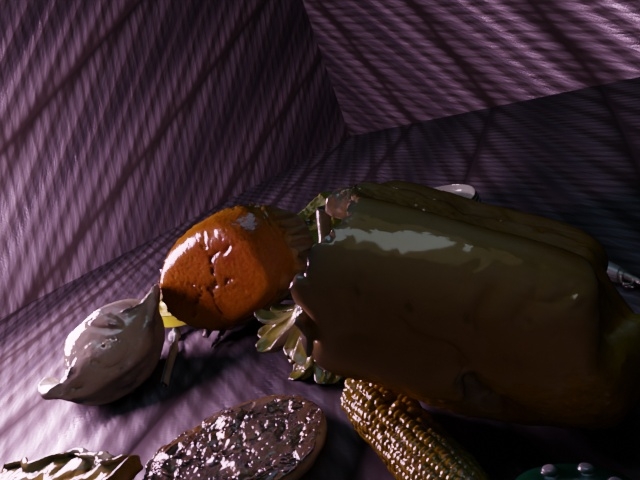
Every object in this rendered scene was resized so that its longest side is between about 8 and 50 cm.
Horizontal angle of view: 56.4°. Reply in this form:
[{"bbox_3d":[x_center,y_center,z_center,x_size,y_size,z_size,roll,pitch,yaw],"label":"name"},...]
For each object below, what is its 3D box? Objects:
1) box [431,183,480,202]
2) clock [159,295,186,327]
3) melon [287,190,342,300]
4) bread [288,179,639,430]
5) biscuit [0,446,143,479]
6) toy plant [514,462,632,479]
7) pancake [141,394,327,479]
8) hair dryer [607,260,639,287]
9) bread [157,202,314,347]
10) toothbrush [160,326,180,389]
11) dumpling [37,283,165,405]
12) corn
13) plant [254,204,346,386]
[{"bbox_3d":[0.243,-0.009,1.274,0.226,0.149,0.226,-19,17,6],"label":"box"},{"bbox_3d":[-0.318,0.152,1.576,0.294,0.071,0.277,-10,21,27],"label":"clock"},{"bbox_3d":[0.000,0.000,1.452,0.331,0.226,0.344,-21,0,38],"label":"melon"},{"bbox_3d":[0.188,0.090,0.735,0.395,0.250,0.361,17,15,17],"label":"bread"},{"bbox_3d":[-0.439,0.409,0.911,0.329,0.078,0.335,-32,19,-24],"label":"biscuit"},{"bbox_3d":[0.235,0.266,0.467,0.244,0.112,0.232,-4,18,30],"label":"toy plant"},{"bbox_3d":[-0.125,0.309,0.878,0.283,0.048,0.282,-18,16,6],"label":"pancake"},{"bbox_3d":[0.426,0.062,1.012,0.206,0.075,0.237,-37,29,-24],"label":"hair dryer"},{"bbox_3d":[-0.193,0.063,1.282,0.389,0.236,0.183,-37,-13,32],"label":"bread"},{"bbox_3d":[-0.335,0.257,1.345,0.028,0.026,0.294,-40,17,0],"label":"toothbrush"},{"bbox_3d":[-0.442,0.245,1.305,0.318,0.187,0.243,-43,-5,-15],"label":"dumpling"},{"bbox_3d":[0.107,0.243,0.740,0.097,0.096,0.320,-25,19,-13],"label":"corn"},{"bbox_3d":[0.030,0.126,1.046,0.306,0.296,0.261,-5,48,-1],"label":"plant"}]
